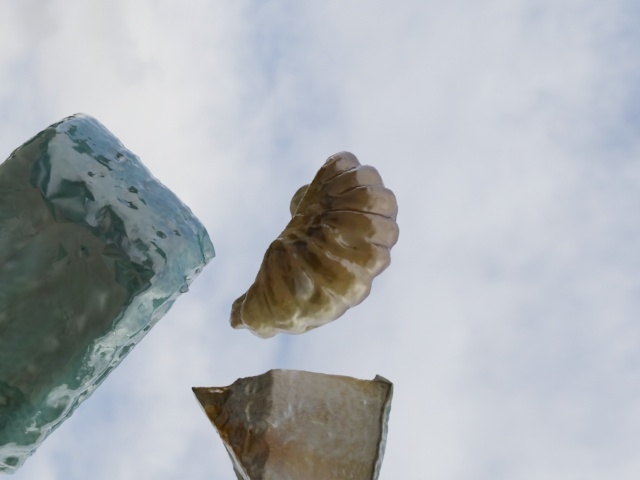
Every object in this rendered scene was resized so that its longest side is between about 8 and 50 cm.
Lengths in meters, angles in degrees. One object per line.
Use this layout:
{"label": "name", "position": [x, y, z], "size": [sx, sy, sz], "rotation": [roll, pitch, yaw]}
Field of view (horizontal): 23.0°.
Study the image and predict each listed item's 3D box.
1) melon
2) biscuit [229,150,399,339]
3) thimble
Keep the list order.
{"label": "melon", "position": [-0.009, 0.135, 1.032], "size": [0.139, 0.093, 0.202], "rotation": [-39, -141, -1]}
{"label": "biscuit", "position": [0.000, 0.000, 1.273], "size": [0.118, 0.061, 0.183], "rotation": [14, -120, 36]}
{"label": "thimble", "position": [-0.190, 0.041, 1.037], "size": [0.235, 0.143, 0.198], "rotation": [-46, -179, 4]}
